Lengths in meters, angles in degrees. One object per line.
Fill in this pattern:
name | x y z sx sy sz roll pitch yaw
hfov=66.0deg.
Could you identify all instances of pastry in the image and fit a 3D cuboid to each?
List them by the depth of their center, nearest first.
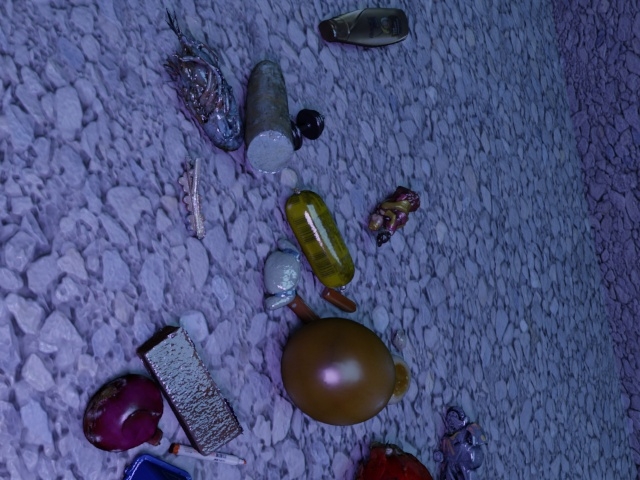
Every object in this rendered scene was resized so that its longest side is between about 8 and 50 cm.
pastry | 0.217 0.442 1.577 0.157 0.092 0.156 7 78 -38

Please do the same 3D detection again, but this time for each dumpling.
dumpling | 0.270 0.332 1.659 0.077 0.043 0.059 59 35 -13

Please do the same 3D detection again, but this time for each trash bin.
trash bin | -0.346 0.588 1.055 0.162 0.235 0.184 39 63 -27

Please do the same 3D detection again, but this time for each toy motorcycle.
toy motorcycle | 0.493 0.736 1.699 0.108 0.173 0.307 15 75 -36

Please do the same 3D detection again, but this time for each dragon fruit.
dragon fruit | 0.221 0.778 1.438 0.278 0.277 0.342 20 78 -33

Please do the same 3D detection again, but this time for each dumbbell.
dumbbell | -0.062 -0.324 1.443 0.208 0.099 0.099 -36 106 -33

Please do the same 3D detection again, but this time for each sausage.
sausage | 0.000 0.000 1.440 0.123 0.123 0.347 -35 107 -34
sausage | 0.060 0.187 1.519 0.131 0.039 0.041 35 59 -30

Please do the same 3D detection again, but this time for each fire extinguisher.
fire extinguisher | -0.043 0.208 1.430 0.177 0.062 0.050 48 31 -22

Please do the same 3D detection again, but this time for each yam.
yam | -0.141 -0.352 1.341 0.133 0.133 0.330 16 58 -34

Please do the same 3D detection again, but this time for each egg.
egg | 0.053 0.357 1.346 0.351 0.283 0.282 35 66 -41

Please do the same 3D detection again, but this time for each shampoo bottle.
shampoo bottle | 0.150 -0.710 1.650 0.350 0.084 0.125 -20 99 -35

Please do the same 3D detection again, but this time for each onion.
onion | -0.409 0.400 1.092 0.198 0.135 0.173 48 63 -25

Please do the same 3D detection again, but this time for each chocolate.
chocolate | -0.313 0.365 1.180 0.112 0.112 0.321 -35 105 -34

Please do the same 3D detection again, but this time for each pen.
pen | -0.277 0.543 1.241 0.218 0.026 0.026 28 69 -31

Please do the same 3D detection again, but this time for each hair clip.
hair clip | -0.327 -0.109 1.260 0.062 0.056 0.213 -8 99 -53

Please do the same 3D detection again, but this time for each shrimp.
shrimp | -0.285 -0.393 1.237 0.137 0.172 0.372 -57 131 -33

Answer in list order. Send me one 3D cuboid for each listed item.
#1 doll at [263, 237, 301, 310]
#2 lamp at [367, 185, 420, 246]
doll | -0.107 0.092 1.371 0.104 0.071 0.213 5 67 7
lamp | 0.228 -0.078 1.630 0.253 0.118 0.118 -45 111 -27
